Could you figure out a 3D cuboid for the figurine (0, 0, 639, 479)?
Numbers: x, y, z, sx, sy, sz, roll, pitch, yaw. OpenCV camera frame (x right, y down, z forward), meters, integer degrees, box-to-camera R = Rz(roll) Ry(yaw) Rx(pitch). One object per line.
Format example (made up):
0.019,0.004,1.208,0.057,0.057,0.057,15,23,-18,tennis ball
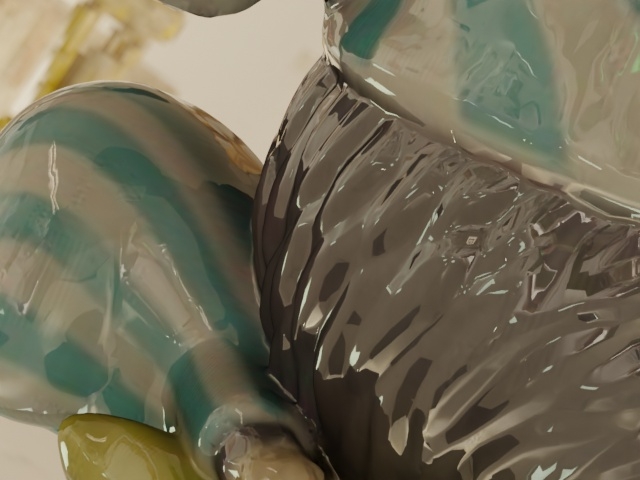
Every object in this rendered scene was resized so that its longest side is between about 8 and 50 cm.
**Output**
0.056,-0.054,0.653,0.361,0.378,0.266,26,-178,19,figurine
